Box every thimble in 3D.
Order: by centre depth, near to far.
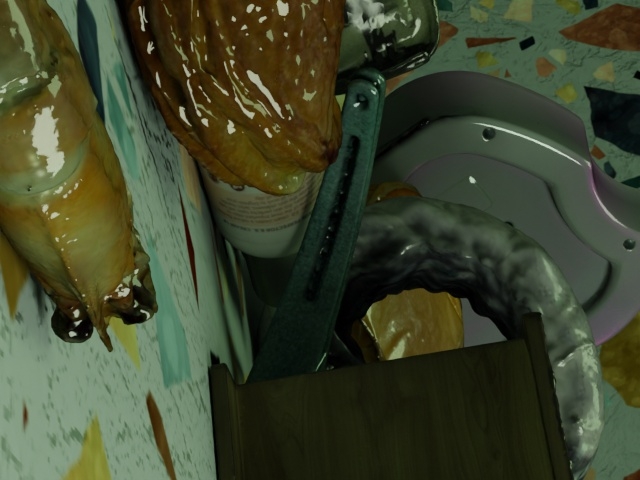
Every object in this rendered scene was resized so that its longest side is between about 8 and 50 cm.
[{"bbox_3d":[0.077,0.093,1.118,0.245,0.217,0.157,49,-2,16],"label":"thimble"}]

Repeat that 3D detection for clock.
[{"bbox_3d":[0.132,0.020,1.518,0.102,0.338,0.338,-88,169,-61],"label":"clock"}]

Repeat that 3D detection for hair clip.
[{"bbox_3d":[0.000,0.000,0.920,0.070,0.039,0.229,-54,161,-58],"label":"hair clip"}]

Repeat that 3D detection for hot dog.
[{"bbox_3d":[-0.038,-0.161,0.800,0.196,0.122,0.272,-88,-176,-73],"label":"hot dog"}]

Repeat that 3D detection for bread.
[{"bbox_3d":[0.039,0.050,1.378,0.199,0.104,0.199,17,71,-58],"label":"bread"}]

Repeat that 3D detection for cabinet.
[{"bbox_3d":[0.048,0.155,0.901,0.215,0.175,0.148,74,8,-59],"label":"cabinet"}]

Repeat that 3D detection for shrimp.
[{"bbox_3d":[-0.081,-0.031,0.461,0.180,0.041,0.099,75,-8,-50],"label":"shrimp"}]

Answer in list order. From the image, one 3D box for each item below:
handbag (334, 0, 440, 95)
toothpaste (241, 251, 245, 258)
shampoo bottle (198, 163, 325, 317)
[{"bbox_3d":[-0.014,-0.310,1.392,0.325,0.162,0.327,-100,172,-72],"label":"handbag"},{"bbox_3d":[-0.052,-0.042,1.021,0.197,0.029,0.048,73,3,-48],"label":"toothpaste"},{"bbox_3d":[-0.027,-0.019,0.973,0.192,0.074,0.074,77,5,-52],"label":"shampoo bottle"}]
